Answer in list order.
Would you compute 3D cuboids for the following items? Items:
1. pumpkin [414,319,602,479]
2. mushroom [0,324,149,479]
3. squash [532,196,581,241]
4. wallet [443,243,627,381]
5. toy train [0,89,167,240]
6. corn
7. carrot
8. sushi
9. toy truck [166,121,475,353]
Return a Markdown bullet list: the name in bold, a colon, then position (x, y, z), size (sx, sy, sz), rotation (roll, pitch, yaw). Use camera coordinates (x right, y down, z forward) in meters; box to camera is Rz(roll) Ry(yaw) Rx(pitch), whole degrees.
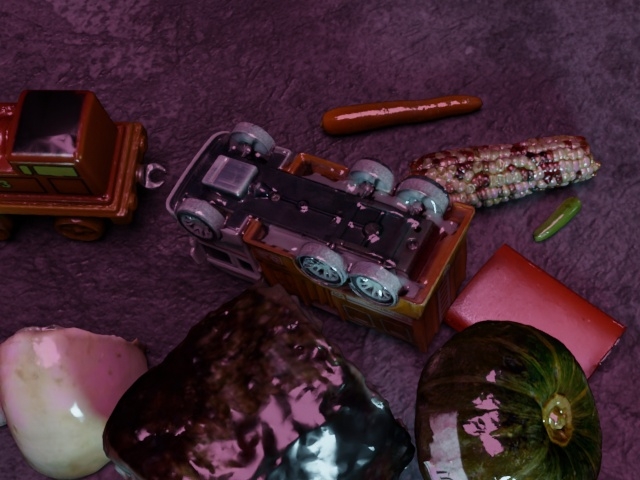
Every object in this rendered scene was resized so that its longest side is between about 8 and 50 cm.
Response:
- **pumpkin**: position (0.215, 0.223, 1.153), size (0.189, 0.260, 0.260), rotation (-12, 60, 43)
- **mushroom**: position (-0.361, 0.216, 1.259), size (0.236, 0.162, 0.173), rotation (-8, 65, 6)
- **squash**: position (0.335, -0.029, 1.349), size (0.089, 0.027, 0.027), rotation (-44, 69, -9)
- **wallet**: position (0.287, 0.113, 1.284), size (0.204, 0.045, 0.142), rotation (37, 79, 20)
- **toy train**: position (-0.408, -0.113, 1.366), size (0.369, 0.231, 0.163), rotation (2, 65, 7)
- **corn**: position (0.254, -0.098, 1.351), size (0.281, 0.092, 0.092), rotation (-11, 67, 1)
- **carrot**: position (0.121, -0.192, 1.436), size (0.248, 0.043, 0.043), rotation (-8, 67, 1)
- **sushi**: position (-0.069, 0.245, 1.147), size (0.294, 0.281, 0.299), rotation (-41, 62, -16)
- **toy truck**: position (0.000, 0.000, 1.280), size (0.388, 0.207, 0.173), rotation (20, 62, 23)
